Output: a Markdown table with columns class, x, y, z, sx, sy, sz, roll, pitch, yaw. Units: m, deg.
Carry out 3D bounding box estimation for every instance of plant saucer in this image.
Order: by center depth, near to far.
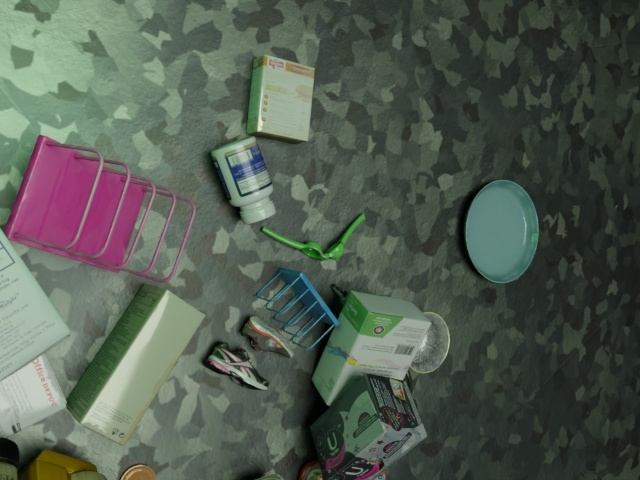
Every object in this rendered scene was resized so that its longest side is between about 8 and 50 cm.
| class | x | y | z | sx | sy | sz | roll | pitch | yaw |
| --- | --- | --- | --- | --- | --- | --- | --- | --- | --- |
| plant saucer | -0.409 | 0.545 | 1.472 | 0.083 | 0.013 | 0.084 | -1 | 91 | -32 |
| plant saucer | 0.554 | -0.028 | 2.036 | 0.317 | 0.043 | 0.318 | -1 | 92 | -32 |

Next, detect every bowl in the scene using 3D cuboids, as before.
| class | x | y | z | sx | sy | sz | roll | pitch | yaw |
| --- | --- | --- | --- | --- | --- | --- | --- | --- | --- |
| bowl | 0.275 | 0.283 | 1.849 | 0.170 | 0.080 | 0.170 | -1 | 91 | -32 |

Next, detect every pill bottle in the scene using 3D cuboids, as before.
| class | x | y | z | sx | sy | sz | roll | pitch | yaw |
| --- | --- | --- | --- | --- | --- | --- | --- | --- | --- |
| pill bottle | -0.174 | -0.140 | 1.541 | 0.112 | 0.112 | 0.187 | -26 | 105 | -28 |

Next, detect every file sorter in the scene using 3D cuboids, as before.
| class | x | y | z | sx | sy | sz | roll | pitch | yaw |
| --- | --- | --- | --- | --- | --- | --- | --- | --- | --- |
| file sorter | -0.412 | -0.048 | 1.285 | 0.290 | 0.182 | 0.202 | 31 | 74 | -60 |
| file sorter | -0.060 | 0.168 | 1.618 | 0.104 | 0.118 | 0.170 | -43 | 112 | -21 |

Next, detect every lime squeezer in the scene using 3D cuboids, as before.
| class | x | y | z | sx | sy | sz | roll | pitch | yaw |
| --- | --- | --- | --- | --- | --- | --- | --- | --- | --- |
| lime squeezer | 0.000 | 0.000 | 1.686 | 0.310 | 0.058 | 0.110 | -8 | 96 | -31 |

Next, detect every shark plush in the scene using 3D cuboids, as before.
| class | x | y | z | sx | sy | sz | roll | pitch | yaw |
| --- | --- | --- | --- | --- | --- | --- | --- | --- | --- |
| shark plush | 0.072 | 0.191 | 1.740 | 0.067 | 0.073 | 0.161 | -27 | 113 | 3 |

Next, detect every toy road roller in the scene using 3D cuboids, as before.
| class | x | y | z | sx | sy | sz | roll | pitch | yaw |
| --- | --- | --- | --- | --- | --- | --- | --- | --- | --- |
| toy road roller | -0.586 | 0.547 | 1.256 | 0.240 | 0.202 | 0.329 | -44 | 133 | 11 |

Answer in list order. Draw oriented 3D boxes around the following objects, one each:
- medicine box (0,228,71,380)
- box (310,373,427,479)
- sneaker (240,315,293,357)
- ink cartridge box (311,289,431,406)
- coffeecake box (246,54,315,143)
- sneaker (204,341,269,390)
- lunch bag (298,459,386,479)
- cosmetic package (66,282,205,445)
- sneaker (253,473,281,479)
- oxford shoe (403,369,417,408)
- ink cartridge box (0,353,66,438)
| class | x | y | z | sx | sy | sz | roll | pitch | yaw |
| --- | --- | --- | --- | --- | --- | --- | --- | --- | --- |
| medicine box | -0.616 | 0.079 | 1.184 | 0.149 | 0.263 | 0.289 | -36 | 109 | -26 |
| box | 0.108 | 0.464 | 1.588 | 0.142 | 0.163 | 0.247 | 17 | 127 | -33 |
| sneaker | -0.134 | 0.249 | 1.621 | 0.065 | 0.061 | 0.158 | -45 | 115 | 7 |
| ink cartridge box | 0.126 | 0.285 | 1.679 | 0.201 | 0.117 | 0.278 | 12 | 110 | -31 |
| coffeecake box | -0.097 | -0.342 | 1.608 | 0.142 | 0.068 | 0.186 | 7 | 88 | -32 |
| sneaker | -0.187 | 0.300 | 1.573 | 0.178 | 0.072 | 0.077 | 39 | 61 | -32 |
| lunch bag | 0.046 | 0.712 | 1.694 | 0.258 | 0.120 | 0.293 | -2 | 91 | -33 |
| cosmetic package | -0.394 | 0.253 | 1.390 | 0.113 | 0.160 | 0.310 | 40 | 72 | -27 |
| sneaker | -0.208 | 0.675 | 1.548 | 0.321 | 0.127 | 0.126 | -31 | 102 | -2 |
| oxford shoe | 0.200 | 0.404 | 1.807 | 0.096 | 0.082 | 0.227 | -19 | 100 | -26 |
| ink cartridge box | -0.623 | 0.306 | 1.293 | 0.190 | 0.082 | 0.140 | -25 | 105 | -30 |
